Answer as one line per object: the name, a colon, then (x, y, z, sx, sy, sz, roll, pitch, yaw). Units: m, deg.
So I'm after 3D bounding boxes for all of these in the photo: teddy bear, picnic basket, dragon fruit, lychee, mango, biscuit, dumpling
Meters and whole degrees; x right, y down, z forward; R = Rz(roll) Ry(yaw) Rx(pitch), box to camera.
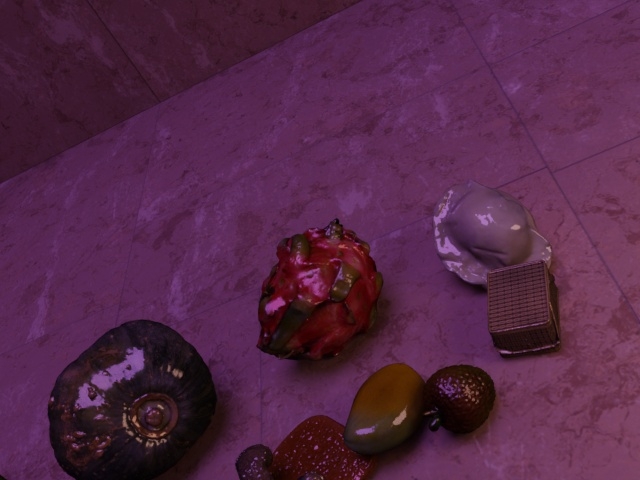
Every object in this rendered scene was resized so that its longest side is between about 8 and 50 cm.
teddy bear: (-0.069, 0.456, 1.178, 0.251, 0.129, 0.182, 20, 101, 33)
picnic basket: (0.362, 0.121, 1.293, 0.115, 0.079, 0.164, -13, 40, 24)
dragon fruit: (-0.010, 0.113, 1.460, 0.237, 0.231, 0.303, 25, 75, 37)
lychee: (0.228, 0.264, 1.205, 0.146, 0.114, 0.114, -27, 31, -26)
mango: (0.111, 0.293, 1.253, 0.130, 0.092, 0.194, 19, 41, 39)
biscuit: (-0.008, 0.407, 1.277, 0.186, 0.036, 0.192, -49, 39, -17)
dumpling: (0.322, -0.006, 1.419, 0.193, 0.147, 0.258, -43, 65, 8)

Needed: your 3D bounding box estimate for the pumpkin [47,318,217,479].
pumpkin: (-0.381, 0.326, 1.439, 0.327, 0.291, 0.257, -33, 10, -24)

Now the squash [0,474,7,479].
squash: (-0.760, 0.556, 1.621, 0.341, 0.094, 0.094, 6, 51, 41)

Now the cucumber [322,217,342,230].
cucumber: (0.000, 0.000, 1.746, 0.135, 0.033, 0.034, -43, 4, -16)
